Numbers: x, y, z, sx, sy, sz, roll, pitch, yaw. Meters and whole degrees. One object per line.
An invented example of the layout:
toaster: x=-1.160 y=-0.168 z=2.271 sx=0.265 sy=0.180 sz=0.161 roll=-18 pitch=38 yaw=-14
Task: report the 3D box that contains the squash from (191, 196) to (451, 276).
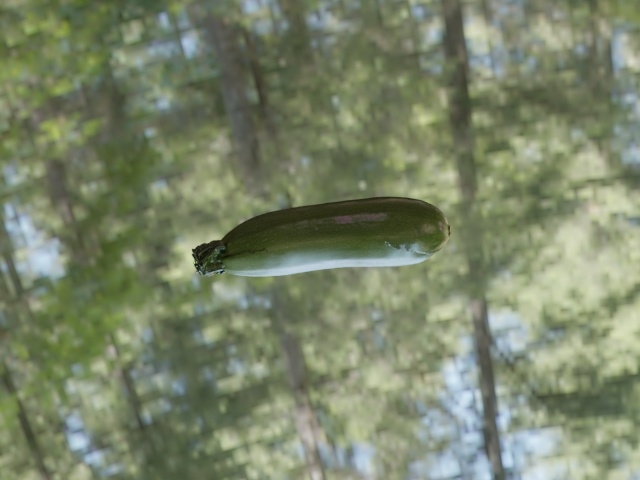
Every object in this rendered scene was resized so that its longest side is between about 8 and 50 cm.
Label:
squash: x=0.000 y=0.000 z=1.331 sx=0.183 sy=0.052 sz=0.052 roll=-8 pitch=-141 yaw=14
